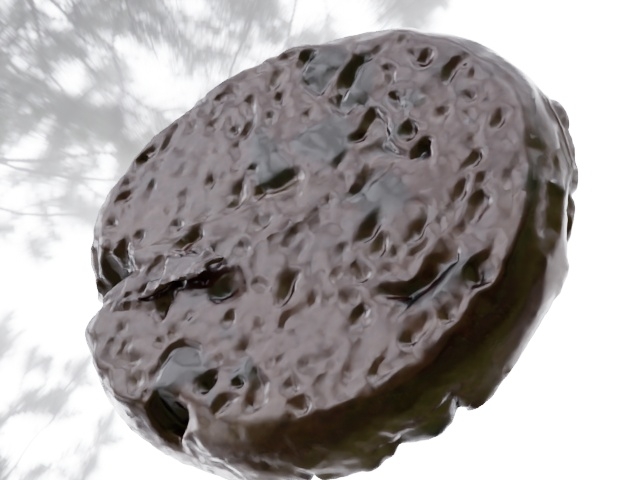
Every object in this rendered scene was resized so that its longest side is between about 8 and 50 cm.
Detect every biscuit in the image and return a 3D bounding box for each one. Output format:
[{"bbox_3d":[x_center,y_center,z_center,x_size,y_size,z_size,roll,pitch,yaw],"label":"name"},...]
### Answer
[{"bbox_3d":[0.000,0.000,0.543,0.192,0.192,0.049,-43,-44,-3],"label":"biscuit"}]
